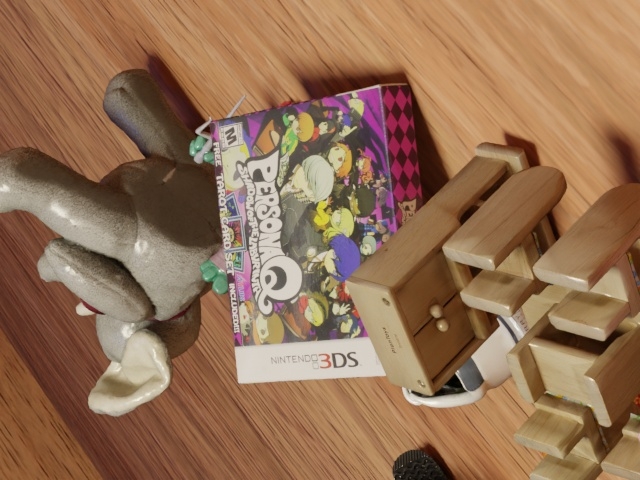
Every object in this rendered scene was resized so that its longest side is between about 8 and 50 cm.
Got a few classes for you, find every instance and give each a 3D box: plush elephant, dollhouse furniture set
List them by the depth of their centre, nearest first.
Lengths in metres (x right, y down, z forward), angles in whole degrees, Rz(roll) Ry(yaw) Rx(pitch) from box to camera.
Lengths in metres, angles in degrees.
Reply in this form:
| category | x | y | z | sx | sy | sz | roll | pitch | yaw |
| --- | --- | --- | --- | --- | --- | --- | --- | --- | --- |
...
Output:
| category | x | y | z | sx | sy | sz | roll | pitch | yaw |
| --- | --- | --- | --- | --- | --- | --- | --- | --- | --- |
| dollhouse furniture set | 0.166 | 0.038 | 1.200 | 0.242 | 0.161 | 0.212 | 15 | 138 | 45 |
| plush elephant | -0.196 | 0.025 | 1.897 | 0.330 | 0.272 | 0.255 | 36 | 133 | 1 |

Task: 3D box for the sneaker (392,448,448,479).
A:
| category | x | y | z | sx | sy | sz | roll | pitch | yaw |
| --- | --- | --- | --- | --- | --- | --- | --- | --- | --- |
| sneaker | 0.126 | 0.281 | 1.792 | 0.161 | 0.057 | 0.075 | 57 | 178 | 5 |

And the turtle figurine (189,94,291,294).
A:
| category | x | y | z | sx | sy | sz | roll | pitch | yaw |
| --- | --- | --- | --- | --- | --- | --- | --- | --- | --- |
| turtle figurine | -0.035 | -0.027 | 1.639 | 0.175 | 0.118 | 0.234 | 47 | 143 | 25 |

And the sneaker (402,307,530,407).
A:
| category | x | y | z | sx | sy | sz | roll | pitch | yaw |
| --- | --- | --- | --- | --- | --- | --- | --- | --- | --- |
| sneaker | 0.099 | 0.096 | 1.509 | 0.094 | 0.091 | 0.258 | 60 | 161 | 3 |

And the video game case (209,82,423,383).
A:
| category | x | y | z | sx | sy | sz | roll | pitch | yaw |
| --- | --- | --- | --- | --- | --- | --- | --- | --- | --- |
| video game case | 0.000 | 0.000 | 1.466 | 0.210 | 0.042 | 0.232 | -7 | 89 | 46 |

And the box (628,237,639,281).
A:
| category | x | y | z | sx | sy | sz | roll | pitch | yaw |
| --- | --- | --- | --- | --- | --- | --- | --- | --- | --- |
| box | 0.276 | 0.068 | 1.120 | 0.201 | 0.021 | 0.164 | 57 | 161 | 7 |

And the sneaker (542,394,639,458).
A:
| category | x | y | z | sx | sy | sz | roll | pitch | yaw |
| --- | --- | --- | --- | --- | --- | --- | --- | --- | --- |
| sneaker | 0.197 | 0.135 | 1.363 | 0.175 | 0.064 | 0.067 | 113 | 136 | -64 |

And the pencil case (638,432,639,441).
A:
| category | x | y | z | sx | sy | sz | roll | pitch | yaw |
| --- | --- | --- | --- | --- | --- | --- | --- | --- | --- |
| pencil case | 0.259 | 0.049 | 0.946 | 0.124 | 0.124 | 0.284 | 52 | 154 | 23 |
